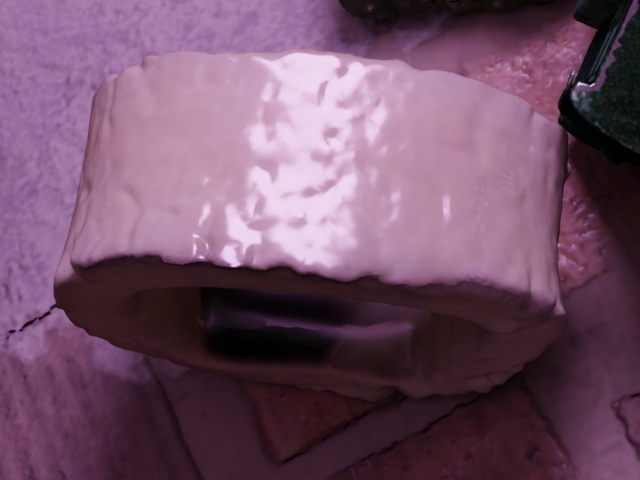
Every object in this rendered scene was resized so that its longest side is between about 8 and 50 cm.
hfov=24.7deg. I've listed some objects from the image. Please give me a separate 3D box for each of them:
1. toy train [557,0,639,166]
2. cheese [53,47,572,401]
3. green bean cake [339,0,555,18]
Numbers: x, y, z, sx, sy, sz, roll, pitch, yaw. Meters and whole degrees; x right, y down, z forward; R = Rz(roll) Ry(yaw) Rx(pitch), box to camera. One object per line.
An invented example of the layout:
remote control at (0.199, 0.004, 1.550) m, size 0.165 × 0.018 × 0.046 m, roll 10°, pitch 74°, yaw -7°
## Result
toy train at (0.223, -0.132, 0.940) m, size 0.139 × 0.330 × 0.178 m, roll 23°, pitch 93°, yaw 3°
cheese at (0.001, -0.002, 0.975) m, size 0.332 × 0.292 × 0.153 m, roll 6°, pitch 70°, yaw 10°
green bean cake at (0.111, -0.286, 1.140) m, size 0.227 × 0.125 × 0.222 m, roll -4°, pitch 65°, yaw 16°
